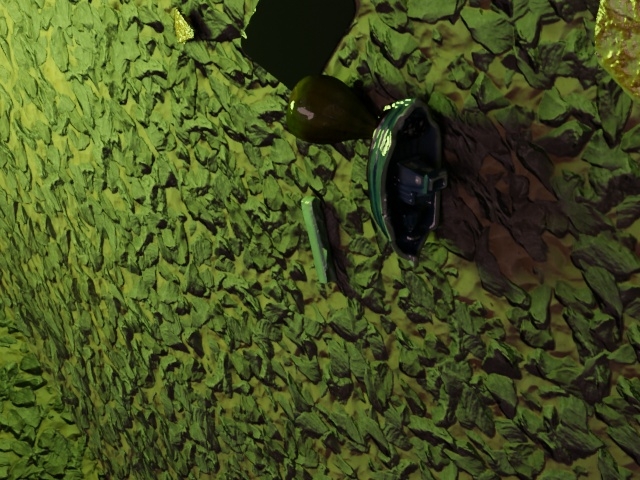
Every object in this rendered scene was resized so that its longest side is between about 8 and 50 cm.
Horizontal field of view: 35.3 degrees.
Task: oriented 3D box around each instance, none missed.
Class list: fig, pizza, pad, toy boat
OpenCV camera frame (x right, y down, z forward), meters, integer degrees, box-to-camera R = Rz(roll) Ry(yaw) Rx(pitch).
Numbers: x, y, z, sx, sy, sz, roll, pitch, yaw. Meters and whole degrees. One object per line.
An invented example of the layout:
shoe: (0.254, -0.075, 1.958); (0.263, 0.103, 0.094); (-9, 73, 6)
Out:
fig: (0.031, -0.231, 1.786); (0.133, 0.185, 0.126); (103, 166, -55)
pizza: (-0.272, -0.431, 2.059); (0.078, 0.025, 0.083); (39, 142, 35)
pad: (-0.093, -0.446, 1.828); (0.323, 0.055, 0.250); (53, 140, 14)
toy boat: (0.153, -0.094, 1.677); (0.142, 0.129, 0.309); (38, 137, 50)

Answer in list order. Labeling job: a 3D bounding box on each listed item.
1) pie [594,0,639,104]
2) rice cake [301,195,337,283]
pie: (0.445, -0.272, 1.293); (0.179, 0.084, 0.205); (36, 131, 29)
rice cake: (0.000, 0.000, 1.980); (0.042, 0.030, 0.180); (4, 114, 43)
